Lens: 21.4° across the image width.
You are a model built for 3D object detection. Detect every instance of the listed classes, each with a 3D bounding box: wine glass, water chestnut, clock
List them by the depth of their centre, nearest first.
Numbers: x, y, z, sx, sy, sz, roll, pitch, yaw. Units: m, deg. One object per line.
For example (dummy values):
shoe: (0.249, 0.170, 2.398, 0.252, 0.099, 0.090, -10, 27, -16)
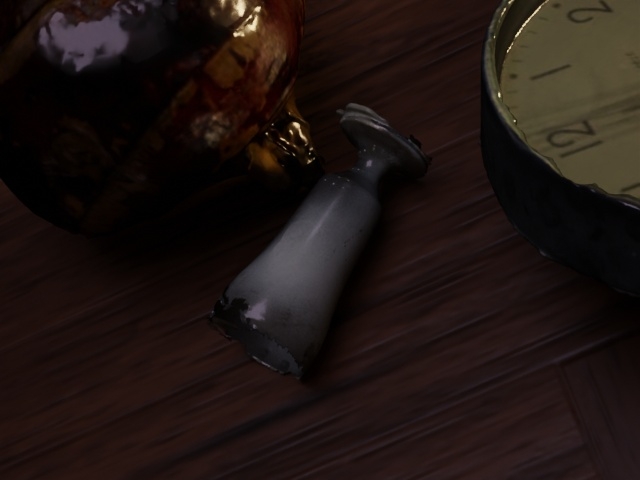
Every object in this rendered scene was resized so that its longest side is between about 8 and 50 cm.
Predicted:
clock: (0.235, -0.087, 0.894, 0.312, 0.061, 0.312, -7, 41, 6)
wine glass: (0.000, 0.000, 1.012, 0.072, 0.072, 0.155, 23, 73, 32)
water chestnut: (-0.101, -0.098, 1.040, 0.223, 0.238, 0.224, -43, 15, 14)
